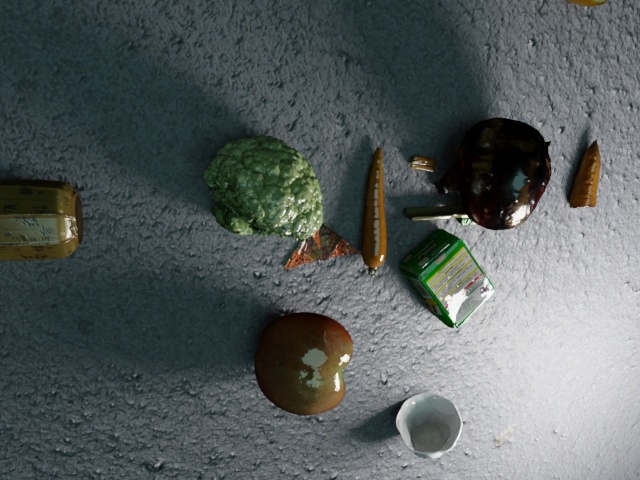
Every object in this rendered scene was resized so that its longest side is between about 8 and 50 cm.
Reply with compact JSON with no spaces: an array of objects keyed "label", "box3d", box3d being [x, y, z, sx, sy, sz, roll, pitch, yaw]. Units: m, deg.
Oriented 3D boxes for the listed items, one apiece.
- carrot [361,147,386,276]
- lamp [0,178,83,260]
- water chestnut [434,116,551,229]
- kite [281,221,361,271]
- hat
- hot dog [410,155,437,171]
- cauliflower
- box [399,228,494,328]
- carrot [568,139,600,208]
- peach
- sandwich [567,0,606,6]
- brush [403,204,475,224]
[{"label":"carrot","box3d":[0.140,-0.067,1.204,0.069,0.069,0.336,-4,105,-18]},{"label":"lamp","box3d":[-0.568,-0.040,0.912,0.185,0.161,0.161,-4,107,-19]},{"label":"water chestnut","box3d":[0.431,-0.168,1.194,0.300,0.300,0.300,-6,108,-18]},{"label":"kite","box3d":[0.000,0.000,1.203,0.222,0.008,0.125,-11,109,-16]},{"label":"hat","box3d":[0.327,0.578,1.422,0.203,0.203,0.126,-22,131,-12]},{"label":"hot dog","box3d":[0.267,-0.201,1.230,0.083,0.021,0.037,9,113,-23]},{"label":"cauliflower","box3d":[-0.131,-0.087,1.025,0.250,0.272,0.275,-32,102,26]},{"label":"box","box3d":[0.355,0.109,1.313,0.180,0.103,0.250,-42,116,-3]},{"label":"carrot","box3d":[0.792,-0.194,1.394,0.072,0.072,0.205,0,104,-19]},{"label":"peach","box3d":[-0.043,0.298,1.162,0.252,0.252,0.252,-6,108,-18]},{"label":"sandwich","box3d":[0.629,-0.665,1.184,0.244,0.088,0.090,11,111,-26]},{"label":"brush","box3d":[0.361,-0.069,1.288,0.282,0.054,0.048,-3,126,-18]}]
